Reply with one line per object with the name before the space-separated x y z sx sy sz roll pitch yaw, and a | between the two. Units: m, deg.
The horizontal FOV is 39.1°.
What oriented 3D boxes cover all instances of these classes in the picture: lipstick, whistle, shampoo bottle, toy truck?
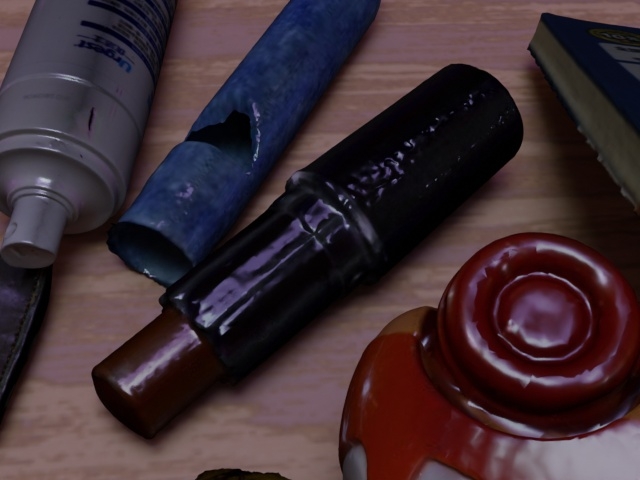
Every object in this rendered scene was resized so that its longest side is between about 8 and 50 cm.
lipstick | 0.000 0.000 0.519 0.300 0.081 0.081 -39 64 -23
whistle | -0.033 -0.098 0.602 0.062 0.062 0.304 23 56 13
shampoo bottle | -0.150 -0.109 0.579 0.092 0.092 0.303 4 53 0
toy truck | 0.099 0.157 0.349 0.265 0.189 0.239 29 66 19

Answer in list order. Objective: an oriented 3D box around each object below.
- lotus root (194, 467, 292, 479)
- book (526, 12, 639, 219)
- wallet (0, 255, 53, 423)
lotus root | -0.018 0.187 0.377 0.108 0.094 0.190 -38 63 14
book | 0.288 -0.037 0.459 0.300 0.039 0.428 8 26 -1
wallet | -0.273 0.046 0.500 0.232 0.031 0.121 9 53 2
